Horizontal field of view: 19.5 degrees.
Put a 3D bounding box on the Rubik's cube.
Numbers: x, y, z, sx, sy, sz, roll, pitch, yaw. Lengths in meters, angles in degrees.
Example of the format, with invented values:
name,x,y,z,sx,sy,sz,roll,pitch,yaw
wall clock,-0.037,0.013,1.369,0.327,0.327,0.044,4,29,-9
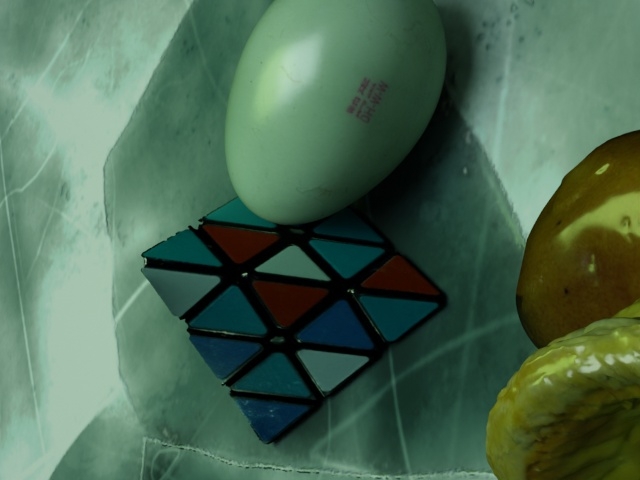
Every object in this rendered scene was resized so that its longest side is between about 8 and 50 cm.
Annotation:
name,x,y,z,sx,sy,sz,roll,pitch,yaw
Rubik's cube,0.000,0.000,1.784,0.250,0.284,0.234,-17,42,22

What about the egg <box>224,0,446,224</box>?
name,x,y,z,sx,sy,sz,roll,pitch,yaw
egg,0.009,-0.134,1.711,0.264,0.183,0.183,-59,41,15

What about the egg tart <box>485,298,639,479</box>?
name,x,y,z,sx,sy,sz,roll,pitch,yaw
egg tart,0.271,0.129,1.267,0.319,0.319,0.128,-27,32,45

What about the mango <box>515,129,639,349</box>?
name,x,y,z,sx,sy,sz,roll,pitch,yaw
mango,0.265,0.010,1.377,0.287,0.152,0.201,-25,84,53
